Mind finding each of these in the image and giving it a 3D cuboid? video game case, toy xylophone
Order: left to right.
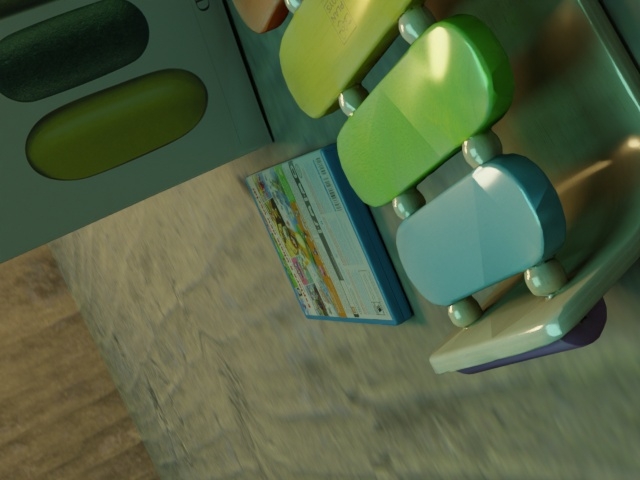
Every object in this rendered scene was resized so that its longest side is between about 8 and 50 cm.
[{"bbox_3d":[0.000,0.000,0.688,0.119,0.015,0.166,66,160,-6],"label":"video game case"},{"bbox_3d":[0.033,-0.113,0.375,0.323,0.081,0.236,60,159,13],"label":"toy xylophone"}]

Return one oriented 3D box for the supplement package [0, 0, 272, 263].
[{"bbox_3d":[-0.214,-0.116,0.720,0.198,0.262,0.199,18,131,63],"label":"supplement package"}]
